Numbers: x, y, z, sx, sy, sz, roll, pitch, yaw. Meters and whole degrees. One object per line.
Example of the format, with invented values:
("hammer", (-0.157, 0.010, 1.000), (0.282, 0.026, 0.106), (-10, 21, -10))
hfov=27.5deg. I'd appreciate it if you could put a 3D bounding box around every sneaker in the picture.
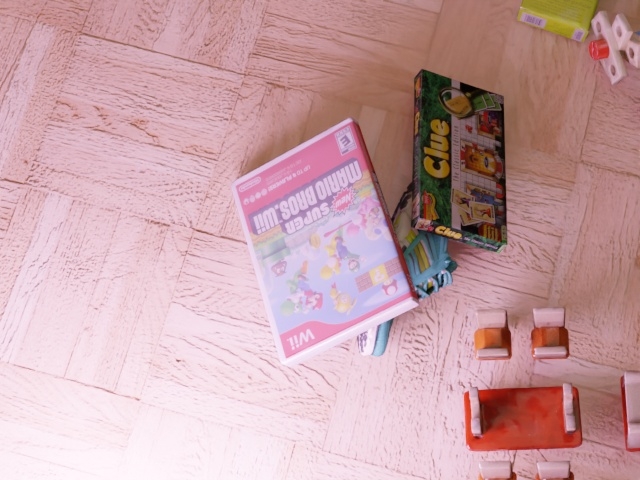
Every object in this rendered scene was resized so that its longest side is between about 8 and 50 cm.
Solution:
("sneaker", (0.128, 0.037, 1.765), (0.110, 0.107, 0.275), (27, 72, -2))

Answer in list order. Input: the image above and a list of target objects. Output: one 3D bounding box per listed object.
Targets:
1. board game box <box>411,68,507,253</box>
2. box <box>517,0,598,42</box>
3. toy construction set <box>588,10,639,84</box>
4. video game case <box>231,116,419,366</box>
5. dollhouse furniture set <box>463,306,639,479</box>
("board game box", (0.191, -0.113, 1.801), (0.136, 0.030, 0.259), (14, 55, -16))
("box", (0.370, -0.393, 1.951), (0.109, 0.042, 0.178), (20, 71, 5))
("toy construction set", (0.554, -0.271, 1.858), (0.328, 0.151, 0.215), (-12, 96, 2))
("video game case", (0.000, 0.000, 1.741), (0.204, 0.025, 0.285), (-27, 62, 20))
("dollhouse furniture set", (0.317, 0.230, 1.708), (0.259, 0.135, 0.262), (-3, 70, 9))
